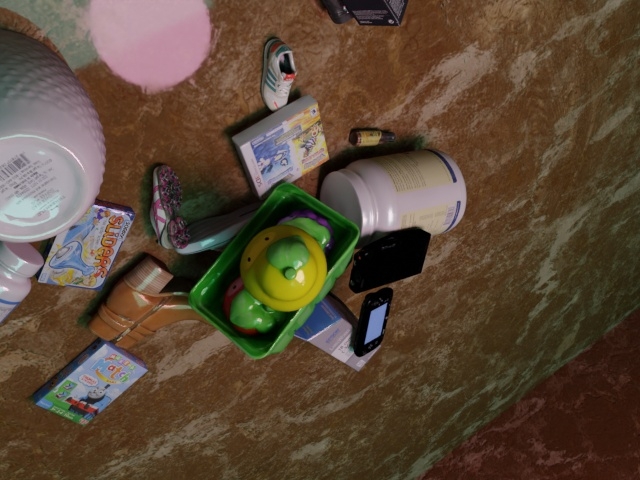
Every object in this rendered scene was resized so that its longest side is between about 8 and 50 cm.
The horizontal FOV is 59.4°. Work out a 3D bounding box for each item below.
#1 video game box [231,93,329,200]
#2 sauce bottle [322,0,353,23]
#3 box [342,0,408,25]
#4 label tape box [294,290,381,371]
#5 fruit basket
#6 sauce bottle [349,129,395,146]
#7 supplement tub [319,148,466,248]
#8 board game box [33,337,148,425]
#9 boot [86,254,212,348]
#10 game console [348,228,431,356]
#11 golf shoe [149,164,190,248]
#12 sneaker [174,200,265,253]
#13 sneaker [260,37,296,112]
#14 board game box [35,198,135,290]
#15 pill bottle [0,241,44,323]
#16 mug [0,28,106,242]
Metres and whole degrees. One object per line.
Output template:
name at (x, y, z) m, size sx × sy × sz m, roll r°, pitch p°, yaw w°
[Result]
video game box at (-0.085, -0.210, 1.294) m, size 0.205 × 0.048 × 0.187 m, roll -33°, pitch 148°, yaw -12°
sauce bottle at (-0.027, -0.564, 1.057) m, size 0.111 × 0.111 × 0.344 m, roll -46°, pitch 137°, yaw 1°
box at (0.116, -0.577, 1.069) m, size 0.184 × 0.103 × 0.261 m, roll 30°, pitch 76°, yaw -60°
label tape box at (-0.007, 0.199, 1.531) m, size 0.106 × 0.240 × 0.333 m, roll -47°, pitch 136°, yaw 3°
fruit basket at (-0.097, 0.057, 1.209) m, size 0.392 × 0.283 × 0.392 m, roll -41°, pitch 151°, yaw -29°
sauce bottle at (0.136, -0.265, 1.443) m, size 0.128 × 0.042 × 0.042 m, roll -10°, pitch 126°, yaw -33°
supplement tub at (0.186, -0.105, 1.454) m, size 0.325 × 0.235 × 0.235 m, roll -13°, pitch 128°, yaw -28°
board game box at (-0.561, 0.349, 1.382) m, size 0.211 × 0.039 × 0.160 m, roll -42°, pitch 135°, yaw -4°
boot at (-0.384, 0.186, 1.340) m, size 0.220 × 0.109 × 0.283 m, roll -47°, pitch 134°, yaw 1°
game console at (0.158, 0.139, 1.411) m, size 0.213 × 0.044 × 0.361 m, roll -14°, pitch 128°, yaw -32°
golf shoe at (-0.342, -0.070, 1.213) m, size 0.067 × 0.086 × 0.186 m, roll -33°, pitch 122°, yaw -60°
sneaker at (-0.220, -0.008, 1.331) m, size 0.258 × 0.094 × 0.091 m, roll -21°, pitch 126°, yaw -24°
sneaker at (-0.086, -0.342, 1.198) m, size 0.057 × 0.075 × 0.161 m, roll -15°, pitch 128°, yaw -27°
board game box at (-0.495, 0.007, 1.184) m, size 0.136 × 0.035 × 0.201 m, roll 15°, pitch 111°, yaw -41°
pill bottle at (-0.644, 0.098, 1.079) m, size 0.221 × 0.124 × 0.124 m, roll -47°, pitch 136°, yaw 1°
mug at (-0.519, -0.129, 0.857) m, size 0.374 × 0.328 × 0.276 m, roll -28°, pitch 133°, yaw -17°
